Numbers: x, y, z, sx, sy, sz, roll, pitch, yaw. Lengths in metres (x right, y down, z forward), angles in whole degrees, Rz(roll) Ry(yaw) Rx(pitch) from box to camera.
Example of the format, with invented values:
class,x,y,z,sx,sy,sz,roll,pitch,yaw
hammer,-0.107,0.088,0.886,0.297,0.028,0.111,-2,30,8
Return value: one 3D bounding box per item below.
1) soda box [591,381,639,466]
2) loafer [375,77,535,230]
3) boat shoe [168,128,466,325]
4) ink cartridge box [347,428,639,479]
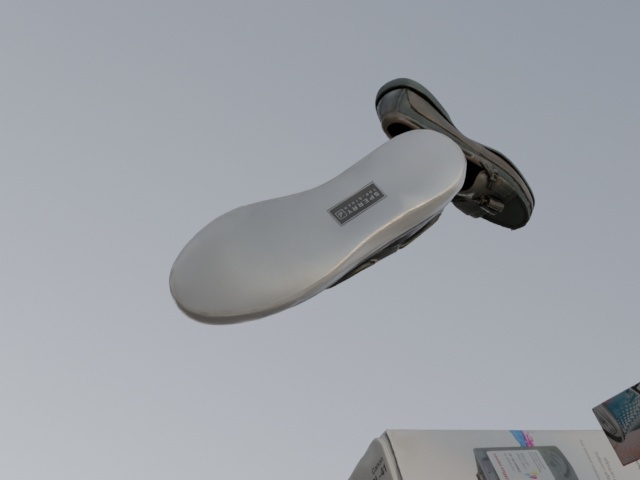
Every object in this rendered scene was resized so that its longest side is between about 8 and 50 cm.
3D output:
class,x,y,z,sx,sy,sz,roll,pitch,yaw
soda box,0.329,0.132,1.164,0.183,0.058,0.063,-40,-109,43
loafer,0.166,-0.090,1.680,0.267,0.084,0.096,40,-56,-20
boat shoe,0.000,0.000,0.920,0.080,0.228,0.076,49,-21,21
ink cartridge box,0.172,0.303,1.350,0.306,0.131,0.226,2,-44,-25
